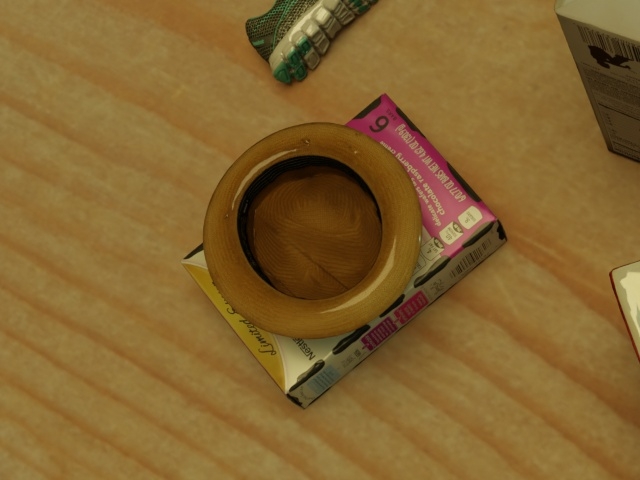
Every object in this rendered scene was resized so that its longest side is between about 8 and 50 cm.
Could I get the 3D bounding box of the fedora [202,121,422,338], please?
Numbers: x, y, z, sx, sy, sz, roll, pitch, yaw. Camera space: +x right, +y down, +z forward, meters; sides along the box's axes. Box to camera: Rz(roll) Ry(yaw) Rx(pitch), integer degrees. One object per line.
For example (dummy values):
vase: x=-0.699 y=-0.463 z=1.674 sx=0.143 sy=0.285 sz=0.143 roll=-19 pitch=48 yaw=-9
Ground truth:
fedora: x=0.000 y=0.000 z=1.502 sx=0.194 sy=0.079 sz=0.194 roll=-7 pitch=67 yaw=16

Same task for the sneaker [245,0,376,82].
sneaker: x=-0.003 y=-0.225 z=1.661 sx=0.166 sy=0.065 sz=0.076 roll=-46 pitch=65 yaw=-4

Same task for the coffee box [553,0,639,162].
coffee box: x=0.292 y=-0.173 z=1.444 sx=0.119 sy=0.297 sz=0.168 roll=23 pitch=81 yaw=23

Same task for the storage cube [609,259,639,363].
storage cube: x=0.349 y=0.097 z=1.393 sx=0.215 sy=0.193 sz=0.183 roll=-18 pitch=70 yaw=16

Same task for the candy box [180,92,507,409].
candy box: x=0.020 y=0.009 z=1.576 sx=0.233 sy=0.071 sz=0.159 roll=-41 pitch=69 yaw=0
